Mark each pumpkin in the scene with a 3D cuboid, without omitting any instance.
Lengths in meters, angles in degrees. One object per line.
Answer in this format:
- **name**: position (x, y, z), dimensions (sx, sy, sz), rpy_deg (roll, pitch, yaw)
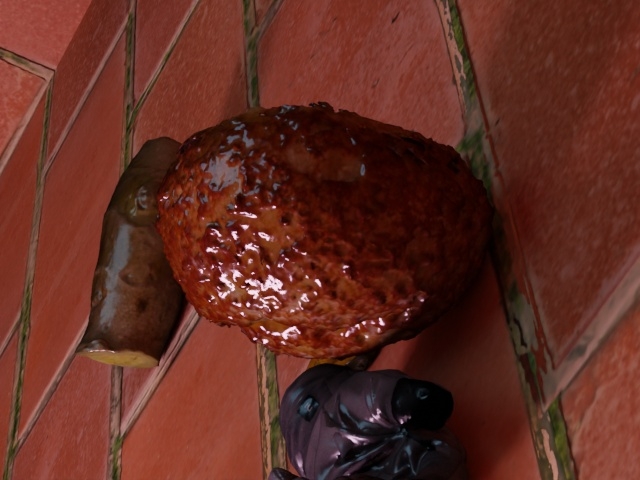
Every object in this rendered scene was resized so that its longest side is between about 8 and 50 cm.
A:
- **pumpkin**: position (0.021, 0.093, 1.489), dimensions (0.083, 0.028, 0.050), rpy_deg (-47, 24, 27)

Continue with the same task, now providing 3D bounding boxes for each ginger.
- **ginger**: position (-0.182, 0.011, 2.031), dimensions (0.116, 0.109, 0.263), rpy_deg (-11, 57, 48)

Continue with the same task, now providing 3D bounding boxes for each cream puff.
- **cream puff**: position (-0.001, 0.000, 1.363), dimensions (0.240, 0.240, 0.164), rpy_deg (162, 111, -67)

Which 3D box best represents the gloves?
- **gloves**: position (0.033, 0.138, 1.279), dimensions (0.285, 0.119, 0.142), rpy_deg (-94, 29, -82)
